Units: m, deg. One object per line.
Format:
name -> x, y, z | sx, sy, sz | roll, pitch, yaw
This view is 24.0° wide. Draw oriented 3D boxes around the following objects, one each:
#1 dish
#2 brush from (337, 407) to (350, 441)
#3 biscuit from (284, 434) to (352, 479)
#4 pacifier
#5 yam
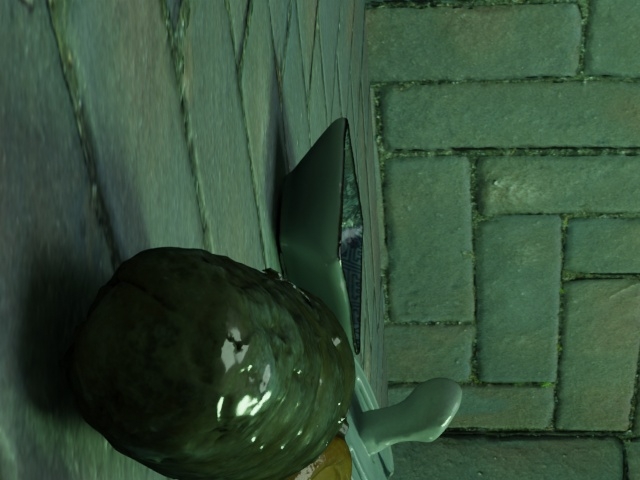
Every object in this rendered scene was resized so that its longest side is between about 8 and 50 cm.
dish -> 0.000, 0.000, 1.664 | 0.243, 0.080, 0.182 | 77, 13, -60
brush -> 0.000, 0.160, 1.748 | 0.301, 0.071, 0.084 | -84, -178, -47
biscuit -> -0.007, 0.276, 1.563 | 0.144, 0.033, 0.224 | -53, 157, -30
pacifier -> 0.086, 0.231, 1.956 | 0.279, 0.207, 0.227 | -80, 151, -66
yam -> -0.055, 0.067, 0.806 | 0.330, 0.133, 0.133 | 54, 36, -78
